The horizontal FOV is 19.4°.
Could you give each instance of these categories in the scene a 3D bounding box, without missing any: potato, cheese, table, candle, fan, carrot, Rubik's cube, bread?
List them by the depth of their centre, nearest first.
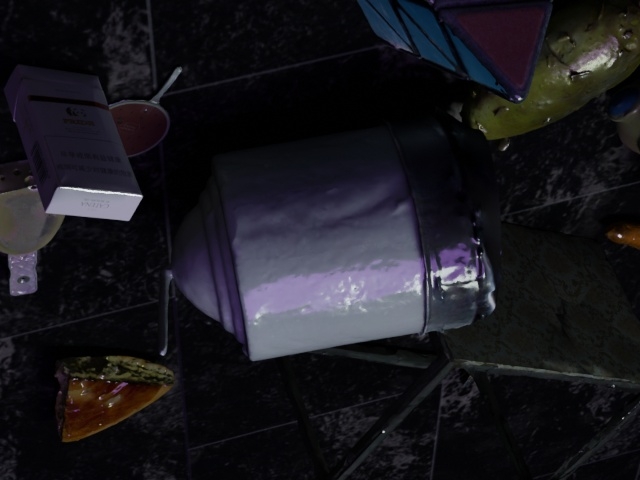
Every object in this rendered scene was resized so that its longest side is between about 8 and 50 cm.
[{"bbox_3d":[0.104,-0.256,1.598,0.233,0.228,0.229,-32,125,-60],"label":"Rubik's cube"},{"bbox_3d":[-0.169,-0.120,1.765,0.085,0.005,0.133,15,133,-40],"label":"fan"},{"bbox_3d":[-0.292,-0.006,1.829,0.097,0.037,0.192,-10,145,-14],"label":"cheese"},{"bbox_3d":[0.000,0.000,1.830,0.342,0.221,0.221,-9,145,-5],"label":"candle"},{"bbox_3d":[0.229,-0.167,1.837,0.225,0.090,0.117,-35,150,31],"label":"potato"},{"bbox_3d":[-0.229,0.163,2.082,0.136,0.054,0.154,-10,150,-13],"label":"bread"},{"bbox_3d":[0.157,0.143,2.113,0.335,0.222,0.272,10,134,-37],"label":"table"},{"bbox_3d":[0.404,0.007,2.211,0.191,0.047,0.047,18,130,-42],"label":"carrot"}]

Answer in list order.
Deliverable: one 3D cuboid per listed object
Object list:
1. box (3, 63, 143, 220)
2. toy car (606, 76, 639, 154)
[{"bbox_3d":[-0.219,-0.088,1.648,0.084,0.154,0.040,3,135,-32],"label":"box"},{"bbox_3d":[0.432,-0.032,2.003,0.226,0.242,0.336,-38,146,22],"label":"toy car"}]
